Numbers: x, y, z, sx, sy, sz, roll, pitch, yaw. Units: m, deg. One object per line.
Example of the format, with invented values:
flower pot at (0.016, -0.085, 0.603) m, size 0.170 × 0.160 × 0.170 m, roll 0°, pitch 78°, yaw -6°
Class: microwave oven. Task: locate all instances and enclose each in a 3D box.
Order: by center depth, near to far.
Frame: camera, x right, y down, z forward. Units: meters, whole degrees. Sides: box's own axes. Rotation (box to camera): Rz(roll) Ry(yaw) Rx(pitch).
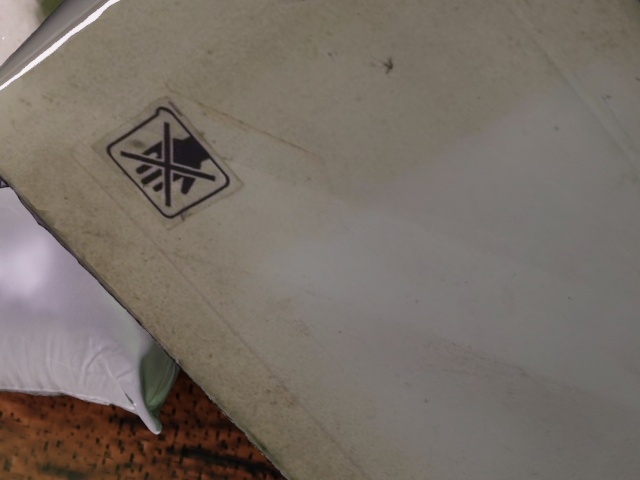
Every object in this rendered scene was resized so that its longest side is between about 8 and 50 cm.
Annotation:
microwave oven at (0.120, -0.032, 0.725) m, size 0.394 × 0.333 × 0.247 m, roll 48°, pitch 39°, yaw -15°

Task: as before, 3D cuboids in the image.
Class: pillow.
pillow at (-0.171, 0.002, 0.870) m, size 0.254 × 0.078 × 0.144 m, roll 10°, pitch 90°, yaw 20°

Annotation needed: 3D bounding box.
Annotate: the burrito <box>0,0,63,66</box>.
burrito at (-0.169, -0.130, 0.949) m, size 0.082 × 0.059 × 0.275 m, roll -10°, pitch 74°, yaw 10°
